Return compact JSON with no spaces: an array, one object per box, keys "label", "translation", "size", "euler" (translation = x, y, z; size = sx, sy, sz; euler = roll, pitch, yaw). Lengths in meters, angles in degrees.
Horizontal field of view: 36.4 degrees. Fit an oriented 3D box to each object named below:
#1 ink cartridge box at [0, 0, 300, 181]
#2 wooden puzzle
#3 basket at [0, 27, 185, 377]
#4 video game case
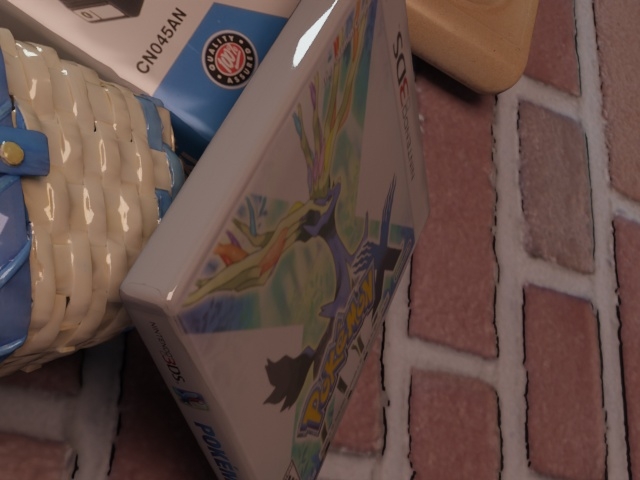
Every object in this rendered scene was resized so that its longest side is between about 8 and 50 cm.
[{"label":"ink cartridge box","translation":[-0.175,-0.221,0.702],"size":[0.395,0.166,0.285],"euler":[34,57,-14]},{"label":"wooden puzzle","translation":[0.086,-0.346,0.973],"size":[0.322,0.080,0.347],"euler":[28,62,-17]},{"label":"basket","translation":[-0.237,-0.007,0.529],"size":[0.289,0.255,0.201],"euler":[-3,76,-50]},{"label":"video game case","translation":[0.000,0.000,0.662],"size":[0.036,0.300,0.329],"euler":[12,54,21]}]
